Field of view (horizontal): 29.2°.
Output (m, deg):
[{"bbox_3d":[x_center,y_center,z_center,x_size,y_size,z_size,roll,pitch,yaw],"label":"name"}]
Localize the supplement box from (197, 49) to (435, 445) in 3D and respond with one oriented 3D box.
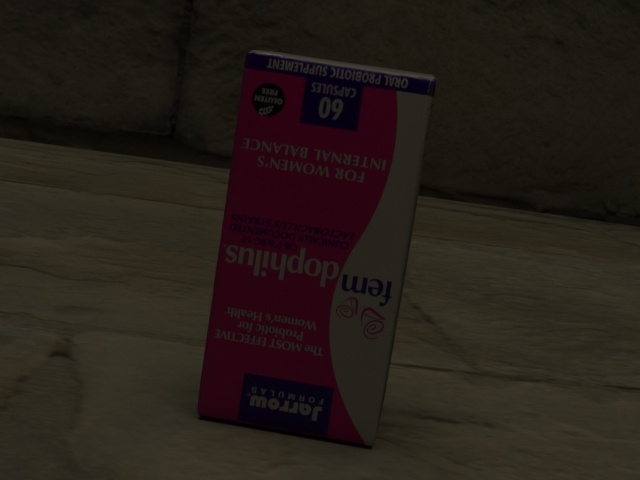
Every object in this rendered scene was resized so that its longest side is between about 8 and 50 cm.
[{"bbox_3d":[0.000,0.000,0.758,0.111,0.220,0.114,9,9,4],"label":"supplement box"}]
